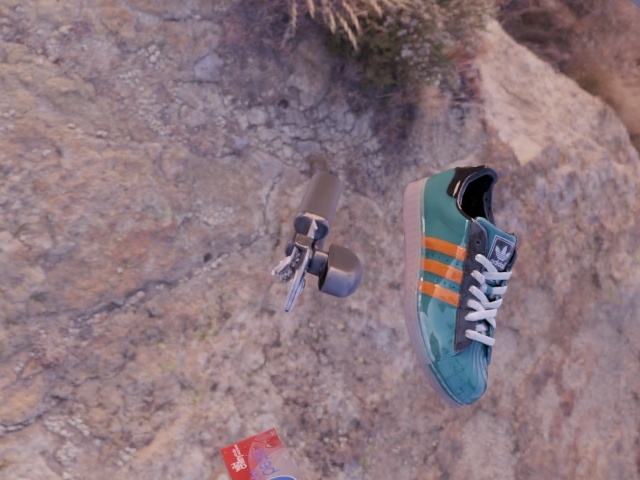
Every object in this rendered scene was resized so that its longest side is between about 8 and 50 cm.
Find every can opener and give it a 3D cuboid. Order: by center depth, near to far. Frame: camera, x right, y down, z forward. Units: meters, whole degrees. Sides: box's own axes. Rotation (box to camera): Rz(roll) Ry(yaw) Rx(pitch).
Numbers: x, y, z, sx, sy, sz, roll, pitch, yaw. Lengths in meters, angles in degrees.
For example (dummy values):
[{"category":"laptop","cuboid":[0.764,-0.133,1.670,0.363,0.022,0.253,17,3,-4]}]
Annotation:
[{"category":"can opener","cuboid":[0.000,0.000,0.837,0.280,0.093,0.074,-83,-167,-63]}]

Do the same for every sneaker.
[{"category":"sneaker","cuboid":[0.174,0.041,0.828,0.108,0.121,0.302,24,54,-43]}]

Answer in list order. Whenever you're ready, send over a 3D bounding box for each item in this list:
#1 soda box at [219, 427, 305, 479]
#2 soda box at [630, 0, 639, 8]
[{"category":"soda box","cuboid":[-0.063,0.350,0.934,0.092,0.263,0.083,-20,102,-14]},{"category":"soda box","cuboid":[0.411,-0.399,0.913,0.286,0.098,0.091,31,62,-12]}]
